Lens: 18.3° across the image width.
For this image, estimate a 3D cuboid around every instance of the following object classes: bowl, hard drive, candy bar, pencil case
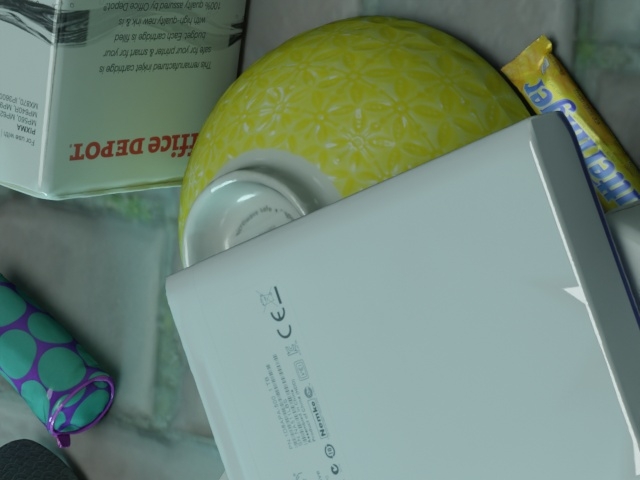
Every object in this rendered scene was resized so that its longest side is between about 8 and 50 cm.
[{"bbox_3d":[0.000,0.000,1.319,0.289,0.156,0.289,8,104,36],"label":"bowl"},{"bbox_3d":[0.049,0.075,1.146,0.319,0.040,0.210,-23,85,45],"label":"hard drive"},{"bbox_3d":[0.175,-0.059,1.280,0.040,0.018,0.161,-43,71,32],"label":"candy bar"},{"bbox_3d":[-0.232,0.089,1.558,0.152,0.064,0.070,40,101,25],"label":"pencil case"}]

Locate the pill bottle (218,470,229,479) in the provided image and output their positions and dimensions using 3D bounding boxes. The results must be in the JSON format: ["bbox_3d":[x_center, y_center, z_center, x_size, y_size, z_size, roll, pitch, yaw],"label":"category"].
[{"bbox_3d":[0.053,0.237,1.323,0.265,0.153,0.153,33,114,28],"label":"pill bottle"}]

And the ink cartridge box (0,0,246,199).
[{"bbox_3d":[-0.151,-0.177,1.382,0.114,0.197,0.272,16,105,34],"label":"ink cartridge box"}]

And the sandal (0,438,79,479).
[{"bbox_3d":[-0.203,0.278,1.552,0.254,0.097,0.054,62,151,13],"label":"sandal"}]

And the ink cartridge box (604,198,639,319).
[{"bbox_3d":[0.295,0.080,1.100,0.278,0.201,0.117,31,117,28],"label":"ink cartridge box"}]
